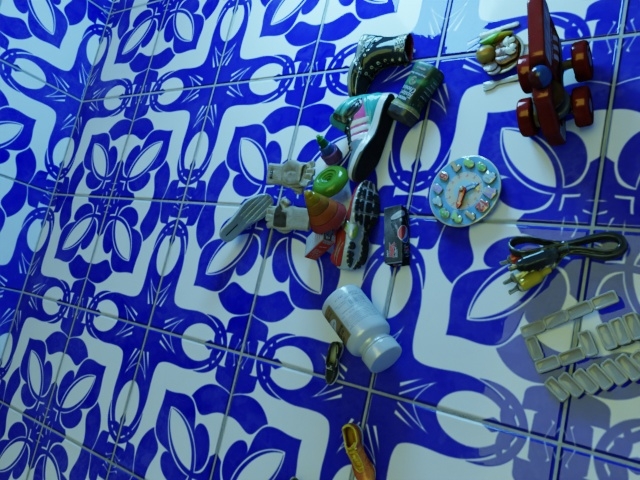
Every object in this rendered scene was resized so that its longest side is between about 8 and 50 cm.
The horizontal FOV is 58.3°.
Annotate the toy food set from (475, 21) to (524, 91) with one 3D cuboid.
[{"bbox_3d":[0.499,-0.523,1.602,0.132,0.038,0.192,-11,68,33],"label":"toy food set"}]

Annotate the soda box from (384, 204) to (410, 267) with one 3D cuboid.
[{"bbox_3d":[0.217,-0.012,1.626,0.060,0.053,0.169,-11,69,33],"label":"soda box"}]

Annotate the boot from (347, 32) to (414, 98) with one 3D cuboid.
[{"bbox_3d":[0.187,-0.548,1.810,0.178,0.085,0.237,8,79,35],"label":"boot"}]

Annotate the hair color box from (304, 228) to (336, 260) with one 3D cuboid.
[{"bbox_3d":[0.000,0.000,1.739,0.141,0.043,0.072,136,145,-56],"label":"hair color box"}]

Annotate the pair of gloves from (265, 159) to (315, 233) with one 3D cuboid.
[{"bbox_3d":[-0.099,-0.142,1.882,0.204,0.042,0.241,-1,86,41],"label":"pair of gloves"}]

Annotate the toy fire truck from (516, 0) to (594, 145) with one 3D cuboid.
[{"bbox_3d":[0.547,-0.397,1.386,0.169,0.253,0.303,-5,72,35],"label":"toy fire truck"}]

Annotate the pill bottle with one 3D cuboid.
[{"bbox_3d":[0.114,0.241,1.566,0.131,0.131,0.229,-49,53,13],"label":"pill bottle"}]

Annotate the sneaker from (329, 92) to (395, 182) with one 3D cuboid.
[{"bbox_3d":[0.102,-0.328,1.769,0.178,0.123,0.296,16,77,34],"label":"sneaker"}]

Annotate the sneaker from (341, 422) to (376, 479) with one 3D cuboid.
[{"bbox_3d":[0.094,0.570,1.511,0.064,0.067,0.175,-34,59,21],"label":"sneaker"}]

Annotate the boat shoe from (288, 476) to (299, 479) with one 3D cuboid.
[{"bbox_3d":[-0.082,0.707,1.592,0.257,0.095,0.095,-4,49,36],"label":"boat shoe"}]

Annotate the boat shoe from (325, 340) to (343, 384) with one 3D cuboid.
[{"bbox_3d":[0.033,0.351,1.647,0.046,0.038,0.125,13,82,38],"label":"boat shoe"}]

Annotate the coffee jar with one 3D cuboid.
[{"bbox_3d":[0.280,-0.433,1.705,0.096,0.079,0.185,36,97,39],"label":"coffee jar"}]

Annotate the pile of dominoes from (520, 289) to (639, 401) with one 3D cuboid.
[{"bbox_3d":[0.600,0.242,1.287,0.251,0.040,0.196,-32,59,33],"label":"pile of dominoes"}]

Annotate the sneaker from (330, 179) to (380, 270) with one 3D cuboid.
[{"bbox_3d":[0.090,-0.050,1.706,0.118,0.107,0.279,3,72,51],"label":"sneaker"}]

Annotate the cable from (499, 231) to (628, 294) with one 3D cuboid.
[{"bbox_3d":[0.569,0.032,1.373,0.287,0.072,0.140,-18,47,17],"label":"cable"}]

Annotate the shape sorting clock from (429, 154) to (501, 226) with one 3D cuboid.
[{"bbox_3d":[0.387,-0.135,1.552,0.206,0.040,0.207,-12,68,32],"label":"shape sorting clock"}]

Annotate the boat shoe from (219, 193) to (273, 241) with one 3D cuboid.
[{"bbox_3d":[-0.261,-0.087,1.982,0.226,0.083,0.076,-37,14,0],"label":"boat shoe"}]

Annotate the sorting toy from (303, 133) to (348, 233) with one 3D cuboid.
[{"bbox_3d":[0.001,-0.192,1.728,0.126,0.126,0.366,-20,43,26],"label":"sorting toy"}]
